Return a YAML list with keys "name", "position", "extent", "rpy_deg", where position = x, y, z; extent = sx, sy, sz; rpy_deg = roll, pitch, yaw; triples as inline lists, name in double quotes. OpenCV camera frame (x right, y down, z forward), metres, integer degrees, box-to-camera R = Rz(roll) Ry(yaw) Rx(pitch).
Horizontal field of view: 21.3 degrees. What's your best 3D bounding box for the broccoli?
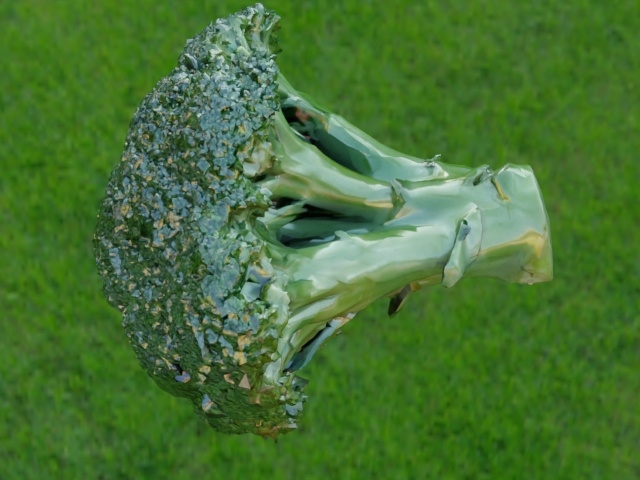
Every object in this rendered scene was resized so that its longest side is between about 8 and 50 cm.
- name: "broccoli"
  position: [0.000, 0.000, 0.986]
  extent: [0.269, 0.254, 0.269]
  rpy_deg: [-4, 40, 3]
